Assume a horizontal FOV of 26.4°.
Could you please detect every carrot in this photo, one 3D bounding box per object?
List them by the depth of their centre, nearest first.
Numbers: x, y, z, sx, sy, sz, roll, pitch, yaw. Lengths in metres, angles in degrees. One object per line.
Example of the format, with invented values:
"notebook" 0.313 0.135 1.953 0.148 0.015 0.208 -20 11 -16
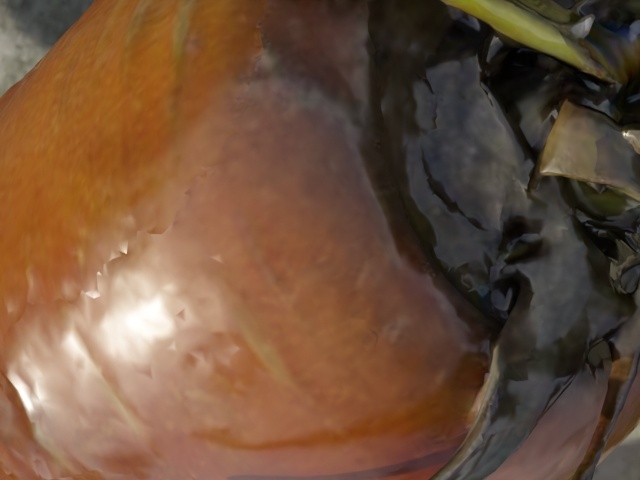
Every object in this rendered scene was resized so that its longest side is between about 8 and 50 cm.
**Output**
"carrot" 0.000 0.000 0.406 0.331 0.214 0.193 -27 95 40
